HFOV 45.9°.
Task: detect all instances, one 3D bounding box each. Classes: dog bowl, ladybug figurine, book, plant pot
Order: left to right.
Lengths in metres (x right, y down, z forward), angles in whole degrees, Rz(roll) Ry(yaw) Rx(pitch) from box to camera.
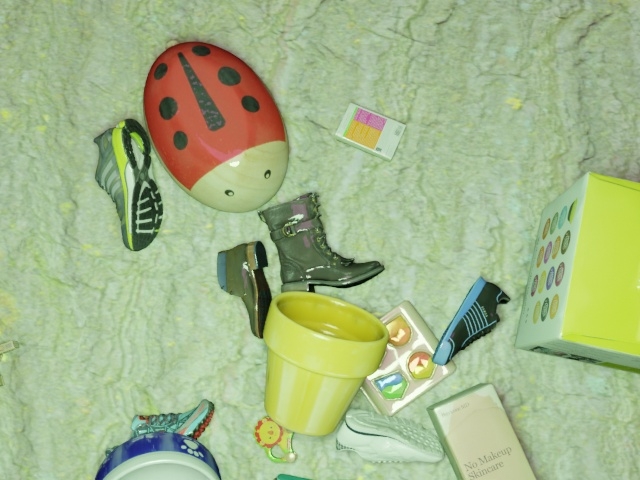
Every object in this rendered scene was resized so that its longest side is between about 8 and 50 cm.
[{"bbox_3d":[-0.329,0.528,1.538,0.265,0.104,0.264,-5,111,-13],"label":"dog bowl"},{"bbox_3d":[-0.248,-0.277,1.726,0.305,0.162,0.449,-32,81,-5],"label":"ladybug figurine"},{"bbox_3d":[-0.010,0.263,1.582,0.254,0.254,0.238,18,105,3],"label":"plant pot"},{"bbox_3d":[0.118,-0.258,1.789,0.144,0.035,0.096,24,77,4],"label":"book"}]

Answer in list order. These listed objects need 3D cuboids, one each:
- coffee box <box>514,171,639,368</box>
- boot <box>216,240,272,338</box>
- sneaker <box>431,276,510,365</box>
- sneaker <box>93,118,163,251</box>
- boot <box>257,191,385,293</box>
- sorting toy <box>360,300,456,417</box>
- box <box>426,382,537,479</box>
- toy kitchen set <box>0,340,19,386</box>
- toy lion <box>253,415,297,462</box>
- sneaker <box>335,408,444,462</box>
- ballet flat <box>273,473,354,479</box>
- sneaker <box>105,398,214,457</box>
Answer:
[{"bbox_3d":[0.637,0.089,1.567,0.339,0.334,0.337,13,80,3],"label":"coffee box"},{"bbox_3d":[-0.173,0.114,1.709,0.106,0.082,0.219,-6,83,21],"label":"boot"},{"bbox_3d":[0.334,0.190,1.667,0.091,0.081,0.232,32,72,9],"label":"sneaker"},{"bbox_3d":[-0.447,-0.122,1.736,0.121,0.111,0.299,-9,87,30],"label":"sneaker"},{"bbox_3d":[0.000,0.000,1.709,0.263,0.091,0.228,-10,80,0],"label":"boot"},{"bbox_3d":[0.168,0.265,1.684,0.208,0.038,0.193,-34,81,-6],"label":"sorting toy"},{"bbox_3d":[0.356,0.472,1.601,0.148,0.121,0.311,-24,80,-4],"label":"box"},{"bbox_3d":[-0.705,0.273,1.668,0.075,0.068,0.083,-21,80,-4],"label":"toy kitchen set"},{"bbox_3d":[-0.100,0.435,1.658,0.096,0.034,0.100,-2,79,7],"label":"toy lion"},{"bbox_3d":[0.151,0.440,1.636,0.235,0.090,0.094,19,108,-4],"label":"sneaker"},{"bbox_3d":[0.005,0.551,1.619,0.222,0.077,0.079,4,97,6],"label":"ballet flat"},{"bbox_3d":[-0.351,0.414,1.624,0.262,0.104,0.125,-38,79,-7],"label":"sneaker"}]
